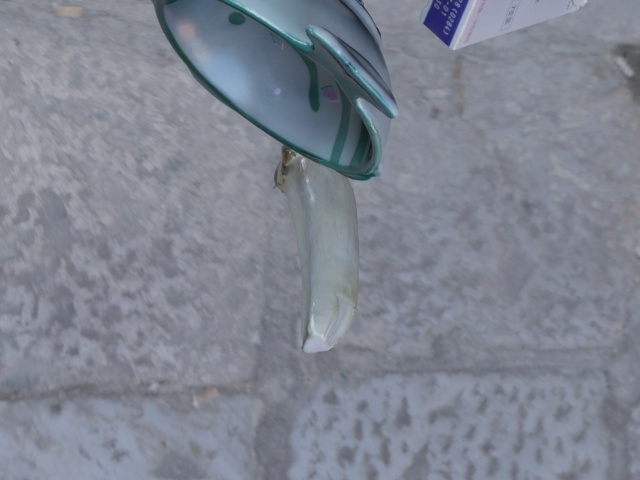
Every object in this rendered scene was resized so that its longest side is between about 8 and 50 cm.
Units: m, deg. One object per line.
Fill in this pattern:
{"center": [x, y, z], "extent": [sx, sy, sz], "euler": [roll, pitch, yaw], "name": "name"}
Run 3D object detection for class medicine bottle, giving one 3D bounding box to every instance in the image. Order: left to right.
{"center": [0.177, -0.257, 0.991], "extent": [0.171, 0.052, 0.201], "euler": [-21, 148, -36], "name": "medicine bottle"}

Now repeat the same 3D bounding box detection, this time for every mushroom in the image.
{"center": [0.000, 0.000, 1.086], "extent": [0.071, 0.084, 0.209], "euler": [0, 57, -9], "name": "mushroom"}

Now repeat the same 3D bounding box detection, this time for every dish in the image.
{"center": [-0.011, -0.136, 0.883], "extent": [0.224, 0.246, 0.078], "euler": [44, 75, -23], "name": "dish"}
